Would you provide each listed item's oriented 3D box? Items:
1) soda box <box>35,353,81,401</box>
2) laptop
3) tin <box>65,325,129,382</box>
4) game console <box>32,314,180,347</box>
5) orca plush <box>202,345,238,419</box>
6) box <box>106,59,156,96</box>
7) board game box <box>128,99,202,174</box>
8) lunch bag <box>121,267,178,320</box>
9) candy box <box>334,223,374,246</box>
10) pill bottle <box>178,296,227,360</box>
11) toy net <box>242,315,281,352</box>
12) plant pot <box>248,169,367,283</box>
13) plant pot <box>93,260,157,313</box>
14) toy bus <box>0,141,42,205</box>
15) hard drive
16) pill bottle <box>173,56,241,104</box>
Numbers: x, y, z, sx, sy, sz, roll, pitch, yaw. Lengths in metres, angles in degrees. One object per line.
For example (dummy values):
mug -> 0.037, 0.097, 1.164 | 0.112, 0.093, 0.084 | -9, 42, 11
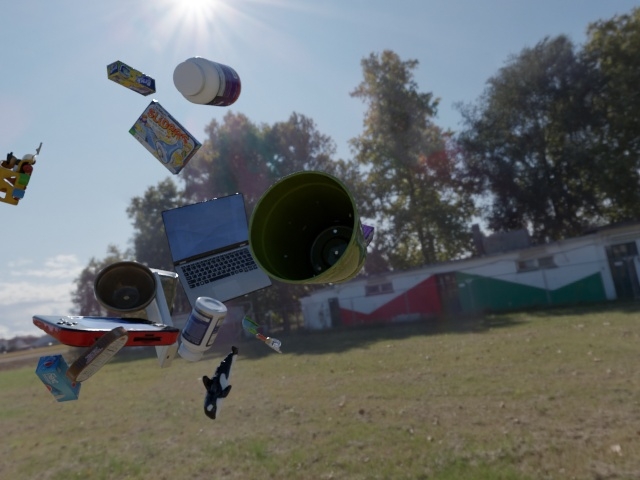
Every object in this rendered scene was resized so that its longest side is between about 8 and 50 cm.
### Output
soda box -> -0.946, 0.503, 1.572 | 0.071, 0.067, 0.210 | -6, -48, -8
laptop -> -0.458, 0.046, 1.957 | 0.382, 0.407, 0.236 | -18, -30, -27
tin -> -0.629, 0.325, 1.233 | 0.189, 0.040, 0.106 | -46, -6, -18
game console -> -0.718, 0.295, 1.474 | 0.342, 0.060, 0.387 | 7, -5, 42
orca plush -> -0.417, 0.557, 1.739 | 0.102, 0.287, 0.151 | 27, -12, -22
box -> -0.670, -0.575, 1.546 | 0.059, 0.054, 0.169 | -10, -7, 23
board game box -> -0.499, -0.330, 1.396 | 0.136, 0.201, 0.035 | -46, 3, 14
lunch bag -> -0.861, 0.292, 2.191 | 0.236, 0.286, 0.169 | 11, 1, -13
candy box -> 0.123, -0.033, 2.065 | 0.234, 0.071, 0.159 | 14, 31, 18
pill bottle -> -0.344, 0.256, 1.247 | 0.094, 0.169, 0.094 | 26, 8, -4
toy net -> -0.224, 0.396, 1.785 | 0.232, 0.045, 0.122 | 44, -22, -30
plant pot -> 0.000, 0.000, 1.488 | 0.367, 0.366, 0.353 | -11, -20, 18
plant pot -> -0.800, 0.210, 1.786 | 0.238, 0.237, 0.109 | -4, -34, -27
toy bus -> -1.001, -0.219, 1.405 | 0.104, 0.202, 0.191 | 19, -30, -35
hard drive -> -0.697, 0.344, 1.875 | 0.047, 0.353, 0.233 | -7, -33, -33
pill bottle -> -0.468, -0.653, 1.797 | 0.182, 0.181, 0.323 | -11, 11, 17
